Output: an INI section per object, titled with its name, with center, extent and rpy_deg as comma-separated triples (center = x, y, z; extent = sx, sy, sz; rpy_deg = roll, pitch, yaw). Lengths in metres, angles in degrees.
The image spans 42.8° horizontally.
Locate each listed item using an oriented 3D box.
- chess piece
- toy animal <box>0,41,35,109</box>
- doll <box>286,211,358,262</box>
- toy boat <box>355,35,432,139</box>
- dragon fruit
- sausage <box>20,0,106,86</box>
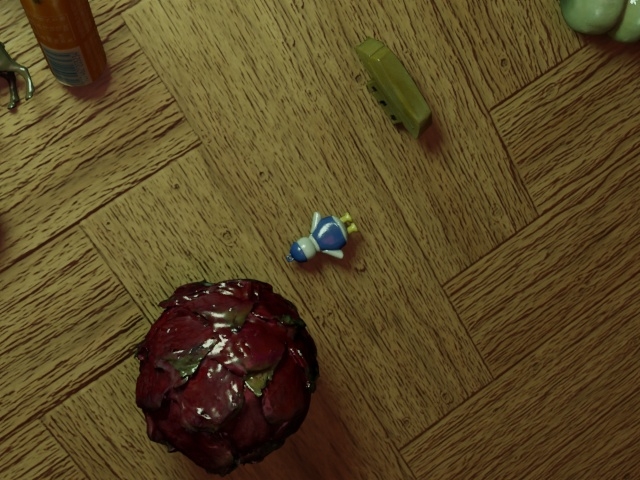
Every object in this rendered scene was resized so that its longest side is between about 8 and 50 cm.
[chess piece]
center = 0.614, -0.444, 1.556
extent = 0.331, 0.182, 0.182
rpy_deg = 4, 101, -13
[toy animal]
center = -0.567, -0.234, 1.239
extent = 0.214, 0.094, 0.186
rpy_deg = -47, 116, -12
[doll]
center = 0.000, 0.000, 1.493
extent = 0.143, 0.057, 0.098
rpy_deg = -32, 89, -9
[toy boat]
center = 0.130, -0.273, 1.465
extent = 0.057, 0.077, 0.200
rpy_deg = -43, 109, -19
[dragon fruit]
center = -0.154, 0.215, 1.364
extent = 0.330, 0.329, 0.329
rpy_deg = -4, 103, -18
[sausage]
center = -0.376, -0.337, 1.159
extent = 0.093, 0.312, 0.092
rpy_deg = 1, 70, -3
